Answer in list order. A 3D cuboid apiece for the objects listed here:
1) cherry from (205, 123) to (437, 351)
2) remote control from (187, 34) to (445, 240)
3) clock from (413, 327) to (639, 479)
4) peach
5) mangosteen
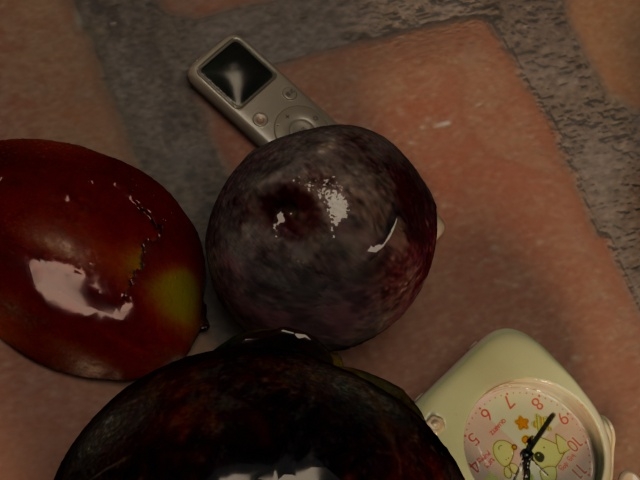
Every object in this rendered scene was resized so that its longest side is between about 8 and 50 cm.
[{"bbox_3d":[-0.003,-0.003,1.435,0.195,0.195,0.195,6,64,-12],"label":"cherry"},{"bbox_3d":[-0.004,-0.079,1.562,0.261,0.029,0.067,43,63,8],"label":"remote control"},{"bbox_3d":[0.164,0.178,1.466,0.191,0.062,0.151,45,63,8],"label":"clock"},{"bbox_3d":[-0.208,-0.006,1.457,0.279,0.068,0.189,32,60,2],"label":"peach"},{"bbox_3d":[-0.035,0.221,1.278,0.330,0.330,0.330,6,64,-12],"label":"mangosteen"}]
